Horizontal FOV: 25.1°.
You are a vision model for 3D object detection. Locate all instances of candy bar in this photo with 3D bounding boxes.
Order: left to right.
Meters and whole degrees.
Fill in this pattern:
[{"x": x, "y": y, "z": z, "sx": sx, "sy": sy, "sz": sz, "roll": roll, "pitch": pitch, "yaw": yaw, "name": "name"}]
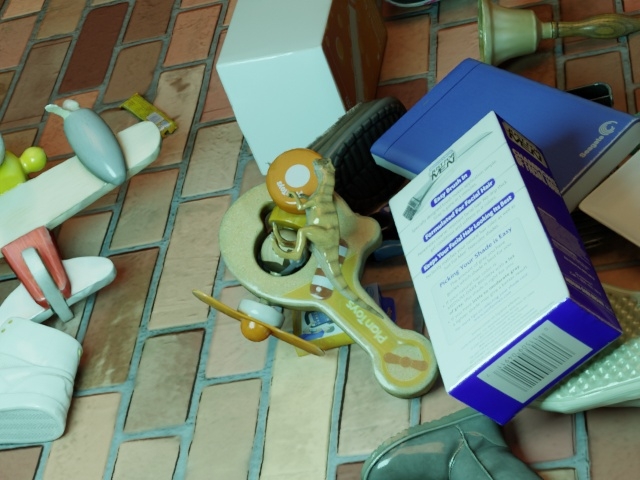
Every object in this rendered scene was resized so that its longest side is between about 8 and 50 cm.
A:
[{"x": -0.290, "y": -0.211, "z": 2.412, "sx": 0.040, "sy": 0.018, "sz": 0.161, "roll": -38, "pitch": 41, "yaw": -14, "name": "candy bar"}]

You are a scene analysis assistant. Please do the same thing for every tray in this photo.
[{"x": 0.466, "y": -0.011, "z": 1.774, "sx": 0.145, "sy": 0.030, "sz": 0.270, "roll": -39, "pitch": 54, "yaw": -21, "name": "tray"}]

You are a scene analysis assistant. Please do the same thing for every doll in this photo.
[{"x": 0.095, "y": -0.015, "z": 1.978, "sx": 0.189, "sy": 0.046, "sz": 0.129, "roll": -39, "pitch": 42, "yaw": -21, "name": "doll"}]

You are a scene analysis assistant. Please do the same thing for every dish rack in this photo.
[{"x": 0.306, "y": -0.086, "z": 1.933, "sx": 0.208, "sy": 0.074, "sz": 0.271, "roll": -14, "pitch": 40, "yaw": 18, "name": "dish rack"}]

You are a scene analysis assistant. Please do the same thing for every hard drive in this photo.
[{"x": 0.244, "y": -0.132, "z": 1.931, "sx": 0.210, "sy": 0.040, "sz": 0.319, "roll": -43, "pitch": 42, "yaw": -17, "name": "hard drive"}]

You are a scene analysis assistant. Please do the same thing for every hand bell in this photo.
[{"x": 0.365, "y": -0.322, "z": 2.188, "sx": 0.242, "sy": 0.126, "sz": 0.126, "roll": -4, "pitch": 40, "yaw": 3, "name": "hand bell"}]

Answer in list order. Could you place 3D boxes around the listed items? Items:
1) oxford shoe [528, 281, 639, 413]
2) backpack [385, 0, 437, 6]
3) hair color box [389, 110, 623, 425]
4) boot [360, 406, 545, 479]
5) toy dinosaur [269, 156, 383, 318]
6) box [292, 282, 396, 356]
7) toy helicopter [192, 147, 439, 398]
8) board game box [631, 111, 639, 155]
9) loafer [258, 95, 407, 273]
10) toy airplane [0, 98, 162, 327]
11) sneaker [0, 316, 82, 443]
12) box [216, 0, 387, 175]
[{"x": 0.359, "y": 0.127, "z": 1.636, "sx": 0.449, "sy": 0.130, "sz": 0.169, "roll": -8, "pitch": 59, "yaw": 39, "name": "oxford shoe"}, {"x": 0.178, "y": -0.511, "z": 2.385, "sx": 0.253, "sy": 0.225, "sz": 0.191, "roll": -24, "pitch": 16, "yaw": 5, "name": "backpack"}, {"x": 0.207, "y": 0.026, "z": 1.686, "sx": 0.185, "sy": 0.110, "sz": 0.339, "roll": -41, "pitch": 38, "yaw": 24, "name": "hair color box"}, {"x": 0.163, "y": 0.286, "z": 1.586, "sx": 0.189, "sy": 0.076, "sz": 0.208, "roll": -27, "pitch": 45, "yaw": -3, "name": "boot"}, {"x": 0.000, "y": 0.000, "z": 1.741, "sx": 0.112, "sy": 0.064, "sz": 0.211, "roll": -11, "pitch": 81, "yaw": 5, "name": "toy dinosaur"}, {"x": 0.031, "y": 0.101, "z": 1.888, "sx": 0.136, "sy": 0.028, "sz": 0.081, "roll": -16, "pitch": 39, "yaw": 10, "name": "box"}, {"x": 0.002, "y": 0.073, "z": 1.807, "sx": 0.235, "sy": 0.140, "sz": 0.355, "roll": -41, "pitch": 68, "yaw": -8, "name": "toy helicopter"}, {"x": 0.533, "y": -0.155, "z": 1.934, "sx": 0.210, "sy": 0.047, "sz": 0.160, "roll": -28, "pitch": 39, "yaw": -8, "name": "board game box"}, {"x": -0.013, "y": -0.083, "z": 2.037, "sx": 0.130, "sy": 0.134, "sz": 0.366, "roll": 20, "pitch": 55, "yaw": 43, "name": "loafer"}, {"x": -0.462, "y": -0.048, "z": 2.099, "sx": 0.384, "sy": 0.272, "sz": 0.386, "roll": 1, "pitch": 44, "yaw": 26, "name": "toy airplane"}, {"x": -0.467, "y": 0.189, "z": 1.961, "sx": 0.292, "sy": 0.108, "sz": 0.169, "roll": 0, "pitch": 45, "yaw": 11, "name": "sneaker"}, {"x": -0.020, "y": -0.298, "z": 2.227, "sx": 0.168, "sy": 0.215, "sz": 0.345, "roll": -8, "pitch": 40, "yaw": 18, "name": "box"}]
